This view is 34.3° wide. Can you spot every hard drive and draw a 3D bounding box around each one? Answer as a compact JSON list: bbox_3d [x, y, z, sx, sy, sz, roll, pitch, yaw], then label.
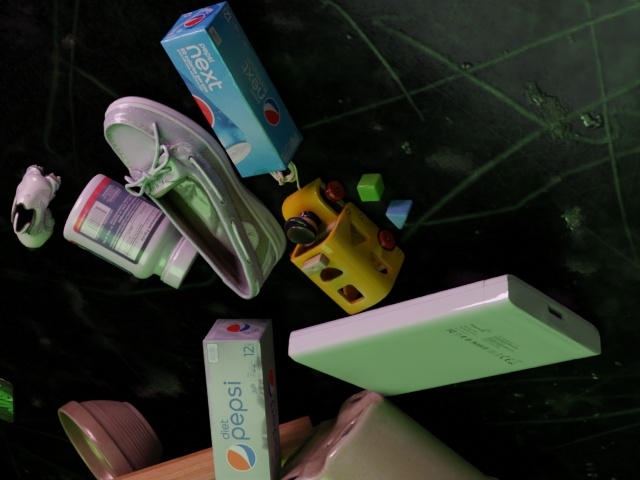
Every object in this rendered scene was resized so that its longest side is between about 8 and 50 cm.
[{"bbox_3d":[0.165,0.139,1.412,0.353,0.047,0.233,-19,147,37],"label":"hard drive"}]

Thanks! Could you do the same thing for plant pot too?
[{"bbox_3d":[-0.363,0.373,1.883,0.237,0.110,0.237,40,151,28],"label":"plant pot"},{"bbox_3d":[0.110,0.408,1.601,0.305,0.334,0.334,46,135,-5],"label":"plant pot"}]

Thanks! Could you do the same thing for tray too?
[{"bbox_3d":[-0.188,0.449,1.781,0.411,0.076,0.203,-18,130,-4],"label":"tray"}]

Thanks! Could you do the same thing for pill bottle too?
[{"bbox_3d":[-0.265,-0.008,1.492,0.180,0.108,0.108,29,138,-4],"label":"pill bottle"}]

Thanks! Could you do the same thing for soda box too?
[{"bbox_3d":[-0.105,-0.181,1.274,0.071,0.067,0.210,-8,127,32],"label":"soda box"},{"bbox_3d":[-0.117,0.269,1.608,0.091,0.098,0.286,-1,106,9],"label":"soda box"}]

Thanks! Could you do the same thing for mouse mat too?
[{"bbox_3d":[-0.696,0.292,2.072,0.189,0.007,0.152,21,137,4],"label":"mouse mat"}]

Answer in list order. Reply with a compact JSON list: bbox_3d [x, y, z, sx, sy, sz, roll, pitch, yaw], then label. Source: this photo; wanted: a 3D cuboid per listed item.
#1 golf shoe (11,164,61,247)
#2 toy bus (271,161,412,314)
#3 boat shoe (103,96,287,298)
[{"bbox_3d":[-0.447,-0.034,1.571,0.069,0.086,0.176,24,139,0],"label":"golf shoe"},{"bbox_3d":[0.012,0.006,1.374,0.202,0.104,0.191,11,135,16],"label":"toy bus"},{"bbox_3d":[-0.174,-0.058,1.400,0.118,0.103,0.320,-19,121,38],"label":"boat shoe"}]
